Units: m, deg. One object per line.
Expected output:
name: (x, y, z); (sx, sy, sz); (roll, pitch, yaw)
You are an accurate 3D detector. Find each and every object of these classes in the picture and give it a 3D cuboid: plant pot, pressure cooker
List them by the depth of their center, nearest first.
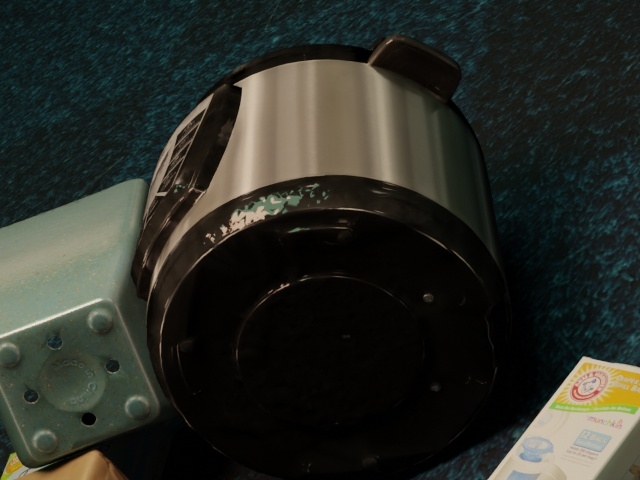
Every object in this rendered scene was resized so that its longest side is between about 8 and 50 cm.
pressure cooker: (0.004, 0.004, 1.940); (0.370, 0.375, 0.420); (-14, 32, 9)
plant pot: (-0.263, 0.110, 2.010); (0.248, 0.247, 0.252); (-20, 16, 1)

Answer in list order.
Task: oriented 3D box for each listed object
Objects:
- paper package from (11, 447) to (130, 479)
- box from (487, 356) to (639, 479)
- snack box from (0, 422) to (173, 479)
paper package: (-0.334, 0.406, 1.914); (0.325, 0.168, 0.309); (-24, 29, 23)
box: (0.237, 0.213, 1.620); (0.203, 0.103, 0.114); (-49, 30, -21)
snack box: (-0.285, 0.294, 2.129); (0.207, 0.070, 0.174); (-21, 30, 24)
